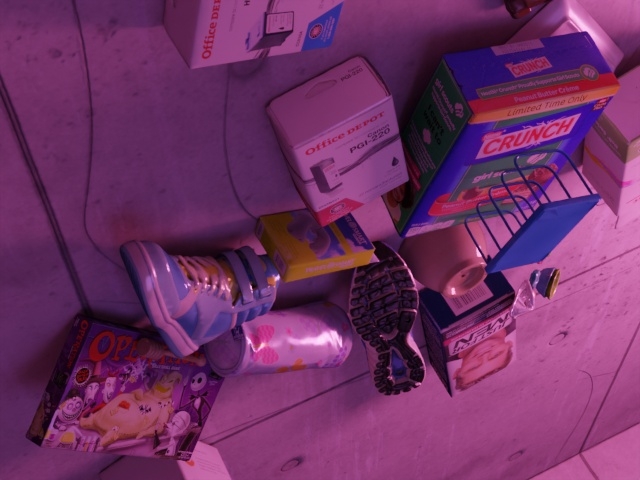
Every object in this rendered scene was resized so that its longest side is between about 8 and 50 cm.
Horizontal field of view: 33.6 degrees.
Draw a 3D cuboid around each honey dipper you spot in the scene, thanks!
[{"bbox_3d":[-0.237,0.185,1.710,0.030,0.030,0.160,-40,150,14],"label":"honey dipper"}]

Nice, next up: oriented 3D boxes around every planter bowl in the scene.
[{"bbox_3d":[0.237,0.034,1.912,0.162,0.109,0.162,-22,148,-15],"label":"planter bowl"}]

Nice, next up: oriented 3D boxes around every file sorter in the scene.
[{"bbox_3d":[0.313,-0.046,1.607,0.118,0.104,0.170,-11,152,-32],"label":"file sorter"}]

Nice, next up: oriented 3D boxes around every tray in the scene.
[{"bbox_3d":[0.385,-0.283,1.663,0.145,0.030,0.270,-42,148,19],"label":"tray"}]

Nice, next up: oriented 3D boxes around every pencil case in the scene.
[{"bbox_3d":[-0.071,0.167,1.827,0.273,0.124,0.113,2,151,-43],"label":"pencil case"}]

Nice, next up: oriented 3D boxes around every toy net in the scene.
[{"bbox_3d":[0.433,0.086,2.104,0.232,0.045,0.122,-36,142,-57],"label":"toy net"}]

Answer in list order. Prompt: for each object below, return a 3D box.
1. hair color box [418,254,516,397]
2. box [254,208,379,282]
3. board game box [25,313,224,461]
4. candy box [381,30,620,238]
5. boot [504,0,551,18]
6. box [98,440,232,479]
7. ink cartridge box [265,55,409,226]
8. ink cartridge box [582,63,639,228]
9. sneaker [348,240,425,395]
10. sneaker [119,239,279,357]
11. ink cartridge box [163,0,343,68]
[{"bbox_3d":[0.311,0.185,2.201,0.173,0.105,0.347,-28,150,-5],"label":"hair color box"},{"bbox_3d":[0.000,0.000,1.655,0.178,0.109,0.042,-11,142,-30],"label":"box"},{"bbox_3d":[-0.298,0.248,1.725,0.346,0.056,0.208,22,87,-53],"label":"board game box"},{"bbox_3d":[0.261,-0.156,1.612,0.268,0.122,0.317,-13,151,-25],"label":"candy box"},{"bbox_3d":[0.288,-0.367,1.455,0.106,0.037,0.114,-38,144,7],"label":"boot"},{"bbox_3d":[-0.245,0.563,2.021,0.168,0.345,0.215,-36,149,8],"label":"box"},{"bbox_3d":[0.029,-0.137,1.502,0.158,0.092,0.218,-29,148,-5],"label":"ink cartridge box"},{"bbox_3d":[0.582,-0.177,1.883,0.207,0.119,0.353,-31,154,-4],"label":"ink cartridge box"},{"bbox_3d":[0.107,0.128,1.933,0.129,0.147,0.330,-14,129,-6],"label":"sneaker"},{"bbox_3d":[-0.169,0.050,1.571,0.208,0.127,0.319,-25,159,-6],"label":"sneaker"},{"bbox_3d":[-0.071,-0.284,1.211,0.190,0.082,0.140,-16,146,-27],"label":"ink cartridge box"}]
